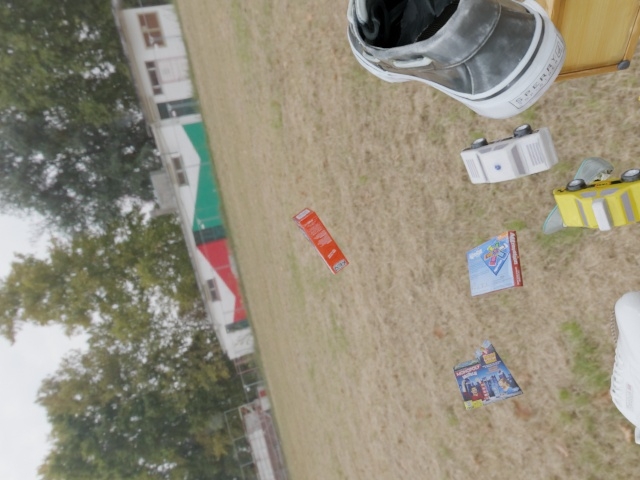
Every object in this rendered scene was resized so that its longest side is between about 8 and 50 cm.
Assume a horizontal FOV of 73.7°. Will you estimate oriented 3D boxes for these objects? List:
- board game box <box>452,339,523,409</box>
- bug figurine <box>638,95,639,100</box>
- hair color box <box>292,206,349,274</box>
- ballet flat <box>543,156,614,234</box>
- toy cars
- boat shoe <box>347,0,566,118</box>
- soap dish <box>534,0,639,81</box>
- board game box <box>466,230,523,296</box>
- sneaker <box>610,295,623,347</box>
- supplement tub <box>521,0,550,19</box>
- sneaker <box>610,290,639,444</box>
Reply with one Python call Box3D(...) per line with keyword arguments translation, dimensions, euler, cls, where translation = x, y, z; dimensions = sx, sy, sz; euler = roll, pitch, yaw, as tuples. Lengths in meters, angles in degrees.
Box3D(translation=(0.552, 0.446, 1.447), dimensions=(0.060, 0.194, 0.194), euler=(-17, -91, -85), cls="board game box")
Box3D(translation=(0.963, -0.346, 1.082), dimensions=(0.072, 0.279, 0.216), euler=(-63, 25, -2), cls="bug figurine")
Box3D(translation=(0.000, 0.000, 0.921), dimensions=(0.141, 0.043, 0.072), euler=(55, 174, -18), cls="hair color box")
Box3D(translation=(0.602, -0.090, 0.999), dimensions=(0.068, 0.072, 0.213), euler=(49, 132, 42), cls="ballet flat")
Box3D(translation=(0.462, -0.115, 0.853), dimensions=(0.394, 0.087, 0.176), euler=(30, 140, 21), cls="toy cars")
Box3D(translation=(0.089, -0.226, 0.419), dimensions=(0.121, 0.119, 0.335), euler=(-55, 32, 16), cls="boat shoe")
Box3D(translation=(0.580, -0.487, 0.925), dimensions=(0.290, 0.229, 0.118), euler=(65, -156, -51), cls="soap dish")
Box3D(translation=(0.484, 0.075, 1.208), dimensions=(0.281, 0.027, 0.144), euler=(99, 169, -77), cls="board game box")
Box3D(translation=(0.802, 0.268, 1.005), dimensions=(0.099, 0.153, 0.282), euler=(130, 141, -57), cls="sneaker")
Box3D(translation=(0.380, -0.404, 0.836), dimensions=(0.071, 0.107, 0.071), euler=(39, -158, -19), cls="supplement tub")
Box3D(translation=(0.388, 0.165, 0.504), dimensions=(0.095, 0.090, 0.235), euler=(-18, 107, 48), cls="sneaker")
